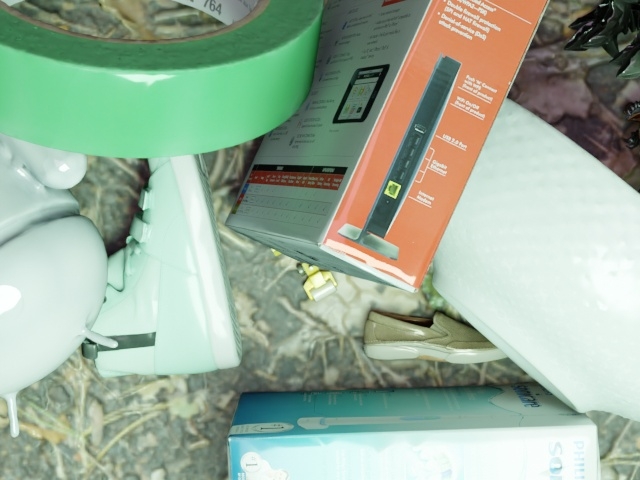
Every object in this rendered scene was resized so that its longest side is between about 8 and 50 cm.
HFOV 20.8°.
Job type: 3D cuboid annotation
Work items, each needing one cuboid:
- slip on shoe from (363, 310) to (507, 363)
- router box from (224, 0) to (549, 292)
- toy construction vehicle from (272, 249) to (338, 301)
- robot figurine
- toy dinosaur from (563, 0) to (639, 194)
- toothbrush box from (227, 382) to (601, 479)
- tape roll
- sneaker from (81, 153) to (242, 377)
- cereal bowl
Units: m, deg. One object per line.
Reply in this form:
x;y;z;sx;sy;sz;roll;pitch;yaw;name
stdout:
0.106;0.084;1.543;0.135;0.051;0.041;2;97;7;slip on shoe
0.053;-0.123;1.359;0.082;0.335;0.301;26;87;-14;router box
0.000;0.000;1.539;0.086;0.035;0.098;-26;95;1;toy construction vehicle
-0.311;-0.015;1.430;0.300;0.200;0.353;-43;79;31;robot figurine
0.340;-0.141;1.502;0.218;0.164;0.322;33;75;-18;toy dinosaur
0.075;0.199;1.466;0.296;0.216;0.126;-3;94;-1;toothbrush box
-0.160;-0.180;1.382;0.321;0.321;0.077;9;124;-2;tape roll
-0.165;-0.002;1.508;0.151;0.094;0.256;-10;94;3;sneaker
0.195;0.035;1.391;0.339;0.339;0.141;41;88;-4;cereal bowl
